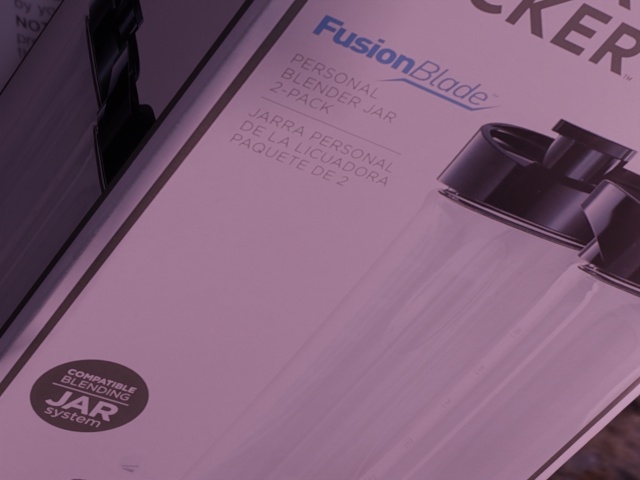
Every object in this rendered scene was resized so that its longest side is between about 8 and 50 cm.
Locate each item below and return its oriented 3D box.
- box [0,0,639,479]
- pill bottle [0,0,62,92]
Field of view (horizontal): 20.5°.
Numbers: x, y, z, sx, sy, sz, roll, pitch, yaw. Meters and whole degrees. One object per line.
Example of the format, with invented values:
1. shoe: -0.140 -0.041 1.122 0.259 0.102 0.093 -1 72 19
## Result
1. box: 0.000 0.000 0.464 0.169 0.087 0.290 21 127 -30
2. pill bottle: -0.057 -0.100 0.515 0.131 0.131 0.229 11 133 8
